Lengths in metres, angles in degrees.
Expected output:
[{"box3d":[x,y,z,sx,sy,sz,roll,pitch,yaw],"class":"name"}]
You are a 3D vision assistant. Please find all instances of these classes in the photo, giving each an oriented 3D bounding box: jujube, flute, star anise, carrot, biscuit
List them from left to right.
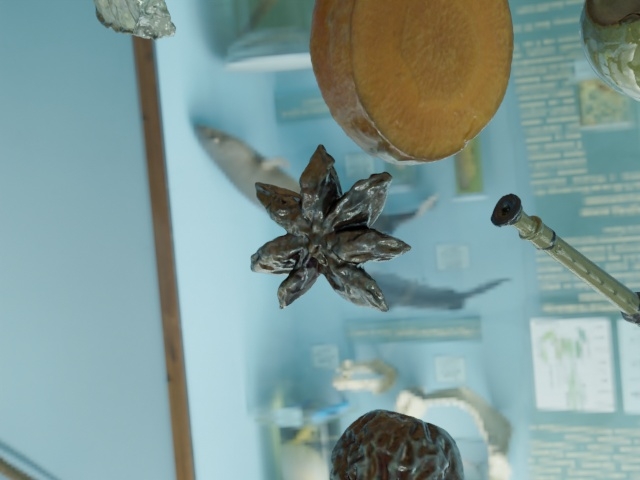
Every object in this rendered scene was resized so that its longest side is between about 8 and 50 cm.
[{"box3d":[-0.198,-0.271,1.078,0.040,0.188,0.265,-28,174,-19],"class":"biscuit"},{"box3d":[0.005,-0.016,1.322,0.212,0.197,0.073,-1,177,27],"class":"star anise"},{"box3d":[0.111,0.414,1.663,0.226,0.317,0.226,7,169,1],"class":"jujube"},{"box3d":[0.114,-0.236,1.399,0.258,0.307,0.100,23,161,-23],"class":"carrot"},{"box3d":[0.204,0.031,0.809,0.233,0.027,0.027,33,159,-33],"class":"flute"}]

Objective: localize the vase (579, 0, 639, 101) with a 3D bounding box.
[{"box3d":[0.584,-0.331,1.750,0.302,0.329,0.241,41,180,-34],"class":"vase"}]
